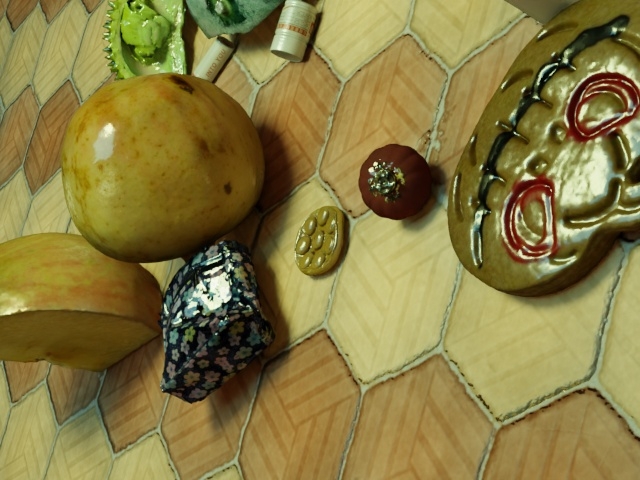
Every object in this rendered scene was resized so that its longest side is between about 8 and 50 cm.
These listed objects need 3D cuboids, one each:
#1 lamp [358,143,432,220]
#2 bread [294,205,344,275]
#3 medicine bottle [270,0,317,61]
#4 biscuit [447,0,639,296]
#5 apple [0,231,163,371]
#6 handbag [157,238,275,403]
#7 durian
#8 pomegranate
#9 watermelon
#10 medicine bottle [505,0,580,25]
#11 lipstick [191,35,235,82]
[{"bbox_3d":[0.098,-0.077,1.553,0.101,0.090,0.101,3,97,26],"label":"lamp"},{"bbox_3d":[0.000,0.000,1.705,0.110,0.024,0.110,-28,53,44],"label":"bread"},{"bbox_3d":[-0.043,-0.340,1.912,0.057,0.057,0.089,11,82,56],"label":"medicine bottle"},{"bbox_3d":[0.282,-0.102,1.334,0.367,0.063,0.314,-60,34,13],"label":"biscuit"},{"bbox_3d":[-0.462,0.108,2.045,0.314,0.309,0.252,34,101,53],"label":"apple"},{"bbox_3d":[-0.166,0.119,1.786,0.229,0.126,0.208,-46,34,32],"label":"handbag"},{"bbox_3d":[-0.322,-0.408,2.262,0.169,0.157,0.356,4,92,13],"label":"durian"},{"bbox_3d":[-0.241,-0.097,1.860,0.342,0.342,0.343,-30,51,44],"label":"pomegranate"},{"bbox_3d":[-0.160,-0.455,1.986,0.322,0.188,0.175,-26,27,49],"label":"watermelon"},{"bbox_3d":[0.215,-0.341,1.408,0.078,0.219,0.115,-41,42,35],"label":"medicine bottle"},{"bbox_3d":[-0.205,-0.308,2.139,0.131,0.038,0.038,-52,38,25],"label":"lipstick"}]
